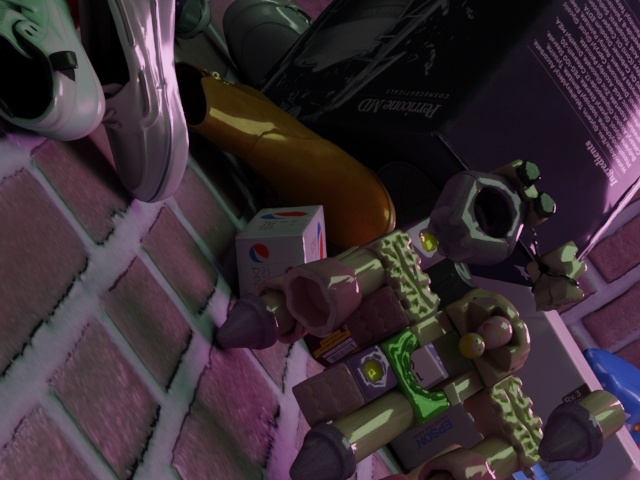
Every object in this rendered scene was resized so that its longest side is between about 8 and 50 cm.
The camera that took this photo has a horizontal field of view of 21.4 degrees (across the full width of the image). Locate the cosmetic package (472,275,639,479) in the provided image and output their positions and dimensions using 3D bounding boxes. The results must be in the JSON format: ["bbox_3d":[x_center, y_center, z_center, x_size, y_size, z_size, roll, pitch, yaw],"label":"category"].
[{"bbox_3d":[0.264,0.222,2.244,0.156,0.217,0.385,42,15,-55],"label":"cosmetic package"}]

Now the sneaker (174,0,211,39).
[{"bbox_3d":[-0.222,-0.375,2.248,0.224,0.083,0.098,59,15,16],"label":"sneaker"}]

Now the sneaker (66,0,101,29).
[{"bbox_3d":[-0.244,-0.255,1.612,0.107,0.118,0.279,52,10,-27],"label":"sneaker"}]

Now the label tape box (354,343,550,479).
[{"bbox_3d":[0.136,0.194,2.019,0.334,0.106,0.240,57,10,12],"label":"label tape box"}]

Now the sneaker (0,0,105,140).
[{"bbox_3d":[-0.263,-0.203,1.385,0.256,0.094,0.151,61,6,2],"label":"sneaker"}]

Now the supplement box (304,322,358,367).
[{"bbox_3d":[0.007,0.091,1.886,0.083,0.055,0.043,61,11,31],"label":"supplement box"}]

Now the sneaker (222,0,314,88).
[{"bbox_3d":[-0.009,-0.199,2.522,0.366,0.137,0.210,53,7,-34],"label":"sneaker"}]

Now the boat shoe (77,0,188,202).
[{"bbox_3d":[-0.181,-0.144,1.513,0.095,0.084,0.258,22,-53,40],"label":"boat shoe"}]

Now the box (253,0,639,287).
[{"bbox_3d":[0.224,-0.220,2.234,0.297,0.472,0.480,49,-20,-28],"label":"box"}]

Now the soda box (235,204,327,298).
[{"bbox_3d":[-0.039,0.011,1.806,0.216,0.073,0.069,-61,147,-79],"label":"soda box"}]

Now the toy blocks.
[{"bbox_3d":[0.064,0.131,1.481,0.260,0.309,0.289,-27,90,-38],"label":"toy blocks"}]

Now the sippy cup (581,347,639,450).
[{"bbox_3d":[0.383,0.282,2.397,0.305,0.224,0.240,25,16,-33],"label":"sippy cup"}]

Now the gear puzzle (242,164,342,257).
[{"bbox_3d":[0.000,0.000,2.210,0.339,0.044,0.175,49,13,-42],"label":"gear puzzle"}]

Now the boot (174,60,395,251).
[{"bbox_3d":[-0.058,-0.096,1.956,0.211,0.104,0.295,24,16,-43],"label":"boot"}]

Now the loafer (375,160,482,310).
[{"bbox_3d":[0.132,0.036,2.013,0.268,0.096,0.084,63,-9,7],"label":"loafer"}]
